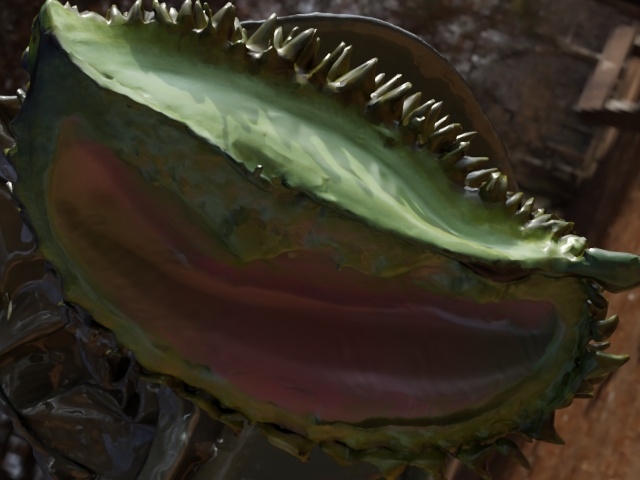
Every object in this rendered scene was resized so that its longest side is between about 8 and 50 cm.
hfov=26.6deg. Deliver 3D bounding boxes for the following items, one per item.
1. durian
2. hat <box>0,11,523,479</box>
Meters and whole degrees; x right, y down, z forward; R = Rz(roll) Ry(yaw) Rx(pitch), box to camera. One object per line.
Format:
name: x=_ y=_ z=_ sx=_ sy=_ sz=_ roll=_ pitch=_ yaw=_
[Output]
durian: x=0.002 y=-0.001 z=0.470 sx=0.095 sy=0.221 sz=0.137 roll=-53 pitch=-14 yaw=-52
hat: x=-0.037 y=0.026 z=0.611 sx=0.149 sy=0.245 sz=0.214 roll=133 pitch=122 yaw=-78
